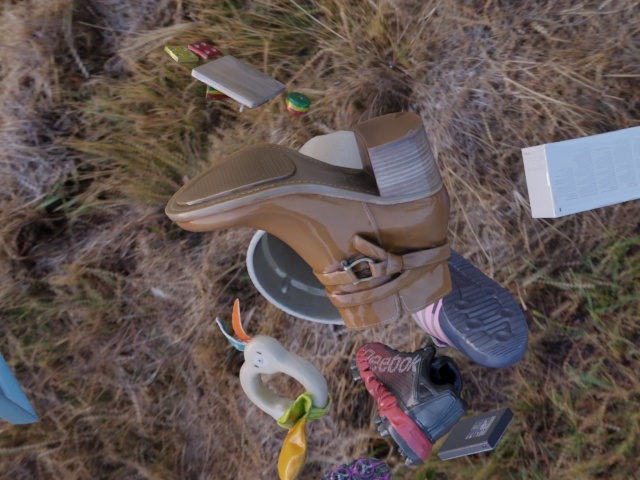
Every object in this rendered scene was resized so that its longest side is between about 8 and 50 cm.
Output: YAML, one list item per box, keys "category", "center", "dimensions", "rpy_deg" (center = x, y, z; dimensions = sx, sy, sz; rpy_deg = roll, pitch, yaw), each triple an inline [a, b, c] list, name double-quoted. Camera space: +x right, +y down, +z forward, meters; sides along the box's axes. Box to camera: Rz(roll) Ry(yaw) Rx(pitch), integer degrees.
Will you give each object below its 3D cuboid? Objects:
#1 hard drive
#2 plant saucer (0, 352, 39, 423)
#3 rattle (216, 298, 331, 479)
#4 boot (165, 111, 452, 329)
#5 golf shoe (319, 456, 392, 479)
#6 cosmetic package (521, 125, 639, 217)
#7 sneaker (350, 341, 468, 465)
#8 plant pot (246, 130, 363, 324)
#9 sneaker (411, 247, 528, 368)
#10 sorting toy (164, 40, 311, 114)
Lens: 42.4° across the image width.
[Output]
- category: "hard drive"
  center: [0.283, 0.356, 1.515]
  dimensions: [0.022, 0.094, 0.135]
  rpy_deg: [51, 140, -6]
- category: "plant saucer"
  center: [-0.216, 0.069, 0.496]
  dimensions: [0.018, 0.192, 0.067]
  rpy_deg: [-32, 73, -16]
- category: "rattle"
  center: [-0.086, 0.197, 1.087]
  dimensions: [0.130, 0.143, 0.199]
  rpy_deg: [-3, 130, 46]
- category: "boot"
  center: [0.000, 0.000, 0.874]
  dimensions: [0.283, 0.109, 0.220]
  rpy_deg: [-18, 123, -2]
- category: "golf shoe"
  center: [0.002, 0.312, 0.924]
  dimensions: [0.186, 0.086, 0.067]
  rpy_deg: [-37, 73, -16]
- category: "cosmetic package"
  center: [0.395, -0.099, 1.127]
  dimensions: [0.239, 0.060, 0.099]
  rpy_deg: [-11, 93, -20]
- category: "sneaker"
  center: [0.128, 0.203, 1.171]
  dimensions: [0.135, 0.276, 0.097]
  rpy_deg: [-38, 108, 1]
- category: "plant pot"
  center: [0.036, -0.049, 1.692]
  dimensions: [0.334, 0.305, 0.334]
  rpy_deg: [4, 136, 4]
- category: "sneaker"
  center: [0.208, 0.118, 1.217]
  dimensions: [0.112, 0.319, 0.131]
  rpy_deg: [-12, 118, -11]
- category: "sorting toy"
  center: [-0.161, -0.285, 1.523]
  dimensions: [0.274, 0.132, 0.046]
  rpy_deg: [30, 123, 11]
